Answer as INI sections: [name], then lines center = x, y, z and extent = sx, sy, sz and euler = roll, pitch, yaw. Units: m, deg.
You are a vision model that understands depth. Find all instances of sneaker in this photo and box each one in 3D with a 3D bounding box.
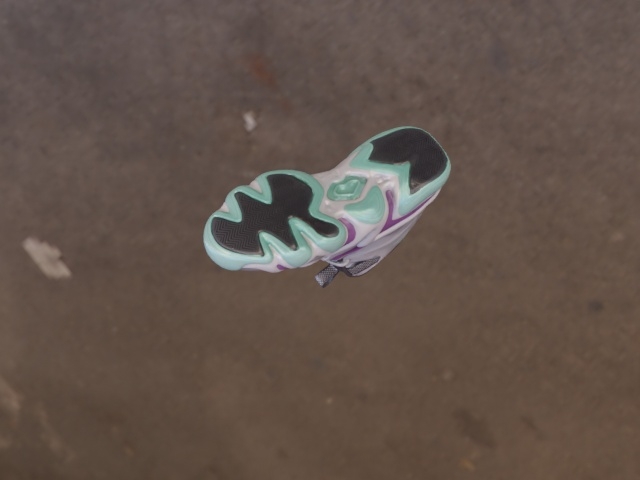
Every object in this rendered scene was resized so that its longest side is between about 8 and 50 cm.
[sneaker]
center = 0.000, 0.000, 0.558
extent = 0.038, 0.098, 0.069
euler = 61, 157, 23
